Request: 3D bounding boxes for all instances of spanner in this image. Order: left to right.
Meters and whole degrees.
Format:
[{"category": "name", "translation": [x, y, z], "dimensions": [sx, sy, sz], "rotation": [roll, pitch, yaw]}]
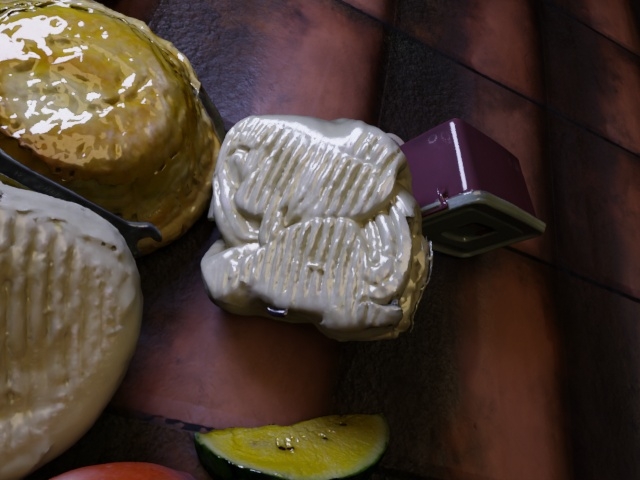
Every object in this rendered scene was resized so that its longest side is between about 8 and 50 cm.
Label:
[{"category": "spanner", "translation": [-0.307, -0.051, 0.563], "dimensions": [0.254, 0.054, 0.015], "rotation": [36, 13, -38]}]

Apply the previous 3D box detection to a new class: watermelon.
[{"category": "watermelon", "translation": [-0.020, 0.308, 0.665], "dimensions": [0.301, 0.123, 0.129], "rotation": [3, 45, -26]}]

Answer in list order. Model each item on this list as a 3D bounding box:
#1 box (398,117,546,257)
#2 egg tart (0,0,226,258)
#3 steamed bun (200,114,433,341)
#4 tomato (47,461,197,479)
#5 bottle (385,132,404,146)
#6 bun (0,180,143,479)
[{"category": "box", "translation": [0.260, -0.086, 0.859], "dimensions": [0.294, 0.193, 0.167], "rotation": [14, 65, -43]}, {"category": "egg tart", "translation": [-0.331, -0.183, 0.660], "dimensions": [0.443, 0.178, 0.443], "rotation": [11, 70, -31]}, {"category": "steamed bun", "translation": [0.000, 0.000, 0.729], "dimensions": [0.346, 0.237, 0.394], "rotation": [-36, 68, 5]}, {"category": "tomato", "translation": [-0.201, 0.370, 0.427], "dimensions": [0.321, 0.321, 0.321], "rotation": [10, 64, -21]}, {"category": "bottle", "translation": [0.071, -0.133, 0.888], "dimensions": [0.209, 0.110, 0.097], "rotation": [-28, 77, -32]}, {"category": "bun", "translation": [-0.384, 0.096, 0.495], "dimensions": [0.359, 0.211, 0.360], "rotation": [-7, 101, -36]}]
